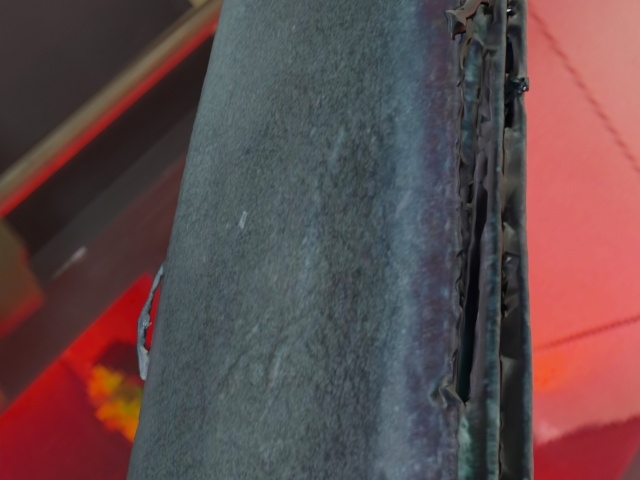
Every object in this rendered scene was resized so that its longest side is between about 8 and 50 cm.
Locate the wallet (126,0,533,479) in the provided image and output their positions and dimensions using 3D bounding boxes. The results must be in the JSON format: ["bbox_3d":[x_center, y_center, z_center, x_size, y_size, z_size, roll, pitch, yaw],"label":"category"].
[{"bbox_3d":[0.000,0.000,0.496,0.046,0.379,0.191,21,145,-21],"label":"wallet"}]
